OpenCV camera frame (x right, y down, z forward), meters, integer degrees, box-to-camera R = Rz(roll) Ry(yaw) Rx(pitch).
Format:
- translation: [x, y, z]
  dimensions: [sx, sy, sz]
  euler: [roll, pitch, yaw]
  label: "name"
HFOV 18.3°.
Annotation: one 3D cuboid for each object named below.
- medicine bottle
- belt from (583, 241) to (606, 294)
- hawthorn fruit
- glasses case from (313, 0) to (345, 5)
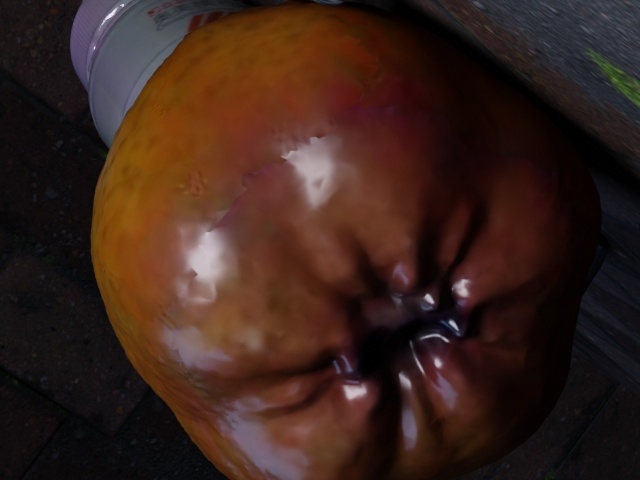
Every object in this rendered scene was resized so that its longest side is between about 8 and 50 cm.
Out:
- translation: [-0.163, -0.194, 2.453]
  dimensions: [0.256, 0.256, 0.325]
  euler: [38, -173, -36]
  label: "medicine bottle"
- translation: [0.198, -0.007, 2.329]
  dimensions: [0.212, 0.117, 0.347]
  euler: [34, 180, -20]
  label: "belt"
- translation: [0.000, 0.000, 1.755]
  dimensions: [0.472, 0.472, 0.472]
  euler: [37, 178, 1]
  label: "hawthorn fruit"
- translation: [-0.003, -0.227, 1.555]
  dimensions: [0.087, 0.065, 0.248]
  euler: [34, 178, -5]
  label: "glasses case"
